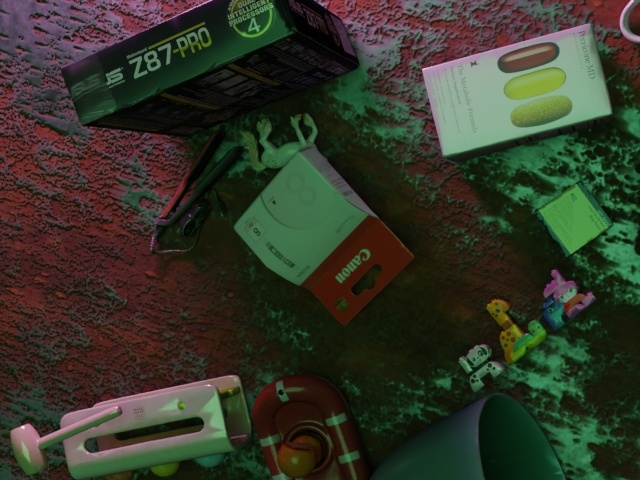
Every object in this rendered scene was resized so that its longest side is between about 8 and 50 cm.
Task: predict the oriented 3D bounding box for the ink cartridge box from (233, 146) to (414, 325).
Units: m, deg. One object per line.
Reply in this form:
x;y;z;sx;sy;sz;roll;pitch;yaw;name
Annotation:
0.000;0.000;1.722;0.232;0.066;0.189;50;124;11;ink cartridge box

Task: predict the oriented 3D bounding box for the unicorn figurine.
-0.040;-0.142;1.766;0.162;0.060;0.111;-4;99;28;unicorn figurine

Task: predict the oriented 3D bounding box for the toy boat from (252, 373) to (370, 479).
-0.024;0.320;1.715;0.151;0.151;0.231;-21;86;13;toy boat

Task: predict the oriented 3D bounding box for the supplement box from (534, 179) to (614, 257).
0.374;-0.032;1.658;0.083;0.056;0.083;-37;82;12;supplement box

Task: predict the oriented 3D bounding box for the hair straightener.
-0.196;-0.062;1.806;0.089;0.047;0.230;39;100;11;hair straightener

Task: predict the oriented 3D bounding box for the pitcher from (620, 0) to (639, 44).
0.536;-0.352;1.591;0.207;0.125;0.177;17;116;24;pitcher

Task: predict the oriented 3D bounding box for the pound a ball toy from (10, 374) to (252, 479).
-0.288;0.314;1.753;0.319;0.208;0.135;-14;87;13;pound a ball toy

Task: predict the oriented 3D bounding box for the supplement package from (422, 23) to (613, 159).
0.289;-0.211;1.637;0.244;0.134;0.139;-14;88;14;supplement package

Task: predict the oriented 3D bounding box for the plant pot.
0.200;0.395;1.602;0.235;0.293;0.293;-27;84;27;plant pot

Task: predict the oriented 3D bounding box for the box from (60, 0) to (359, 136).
-0.138;-0.247;1.611;0.318;0.395;0.097;-23;87;14;box

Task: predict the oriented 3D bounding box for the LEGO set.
0.295;0.116;1.669;0.227;0.087;0.093;-41;78;18;LEGO set
